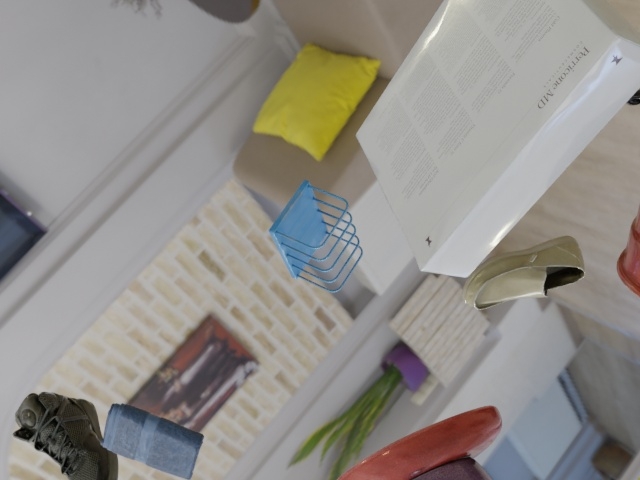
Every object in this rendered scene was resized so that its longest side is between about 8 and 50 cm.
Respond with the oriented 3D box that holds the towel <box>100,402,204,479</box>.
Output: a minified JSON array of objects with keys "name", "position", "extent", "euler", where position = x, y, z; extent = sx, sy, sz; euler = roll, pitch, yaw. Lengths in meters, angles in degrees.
[{"name":"towel","position":[-0.200,0.238,0.869],"extent":[0.119,0.067,0.029],"euler":[21,-158,2]}]

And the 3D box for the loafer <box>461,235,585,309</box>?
[{"name":"loafer","position":[0.416,0.074,1.469],"extent":[0.092,0.268,0.102],"euler":[-117,4,-46]}]

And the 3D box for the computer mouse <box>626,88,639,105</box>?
[{"name":"computer mouse","position":[0.544,-0.277,1.163],"extent":[0.193,0.106,0.042],"euler":[-48,57,44]}]

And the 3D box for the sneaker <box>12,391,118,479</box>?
[{"name":"sneaker","position":[-0.375,0.298,1.054],"extent":[0.130,0.087,0.227],"euler":[32,-172,-40]}]

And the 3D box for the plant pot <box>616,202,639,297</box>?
[{"name":"plant pot","position":[0.546,-0.069,0.958],"extent":[0.272,0.272,0.265],"euler":[27,131,49]}]

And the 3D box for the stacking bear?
[{"name":"stacking bear","position":[0.138,0.324,0.648],"extent":[0.164,0.175,0.289],"euler":[2,-129,-46]}]

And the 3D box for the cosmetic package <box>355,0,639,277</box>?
[{"name":"cosmetic package","position":[0.215,-0.180,0.959],"extent":[0.097,0.377,0.285],"euler":[11,-138,-30]}]

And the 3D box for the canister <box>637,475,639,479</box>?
[{"name":"canister","position":[0.184,0.147,0.217],"extent":[0.170,0.073,0.126],"euler":[52,-167,-5]}]

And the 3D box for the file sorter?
[{"name":"file sorter","position":[0.000,0.000,1.309],"extent":[0.104,0.118,0.170],"euler":[24,157,25]}]
